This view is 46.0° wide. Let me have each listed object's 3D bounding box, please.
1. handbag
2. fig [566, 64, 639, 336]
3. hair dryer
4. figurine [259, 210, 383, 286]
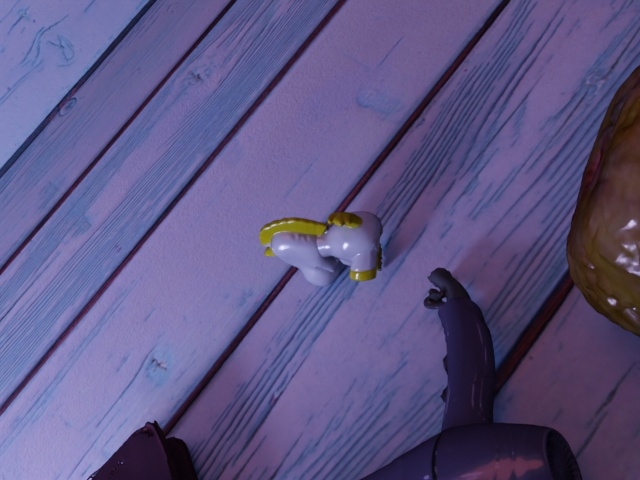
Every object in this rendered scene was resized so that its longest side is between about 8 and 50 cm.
[{"bbox_3d":[-0.245,0.371,0.971,0.216,0.074,0.203,-44,39,4],"label":"handbag"},{"bbox_3d":[0.412,-0.011,0.661,0.369,0.286,0.286,26,72,16],"label":"fig"},{"bbox_3d":[0.122,0.174,0.828,0.301,0.121,0.361,-27,33,33],"label":"hair dryer"},{"bbox_3d":[0.002,0.004,1.027,0.178,0.129,0.109,-11,54,33],"label":"figurine"}]
